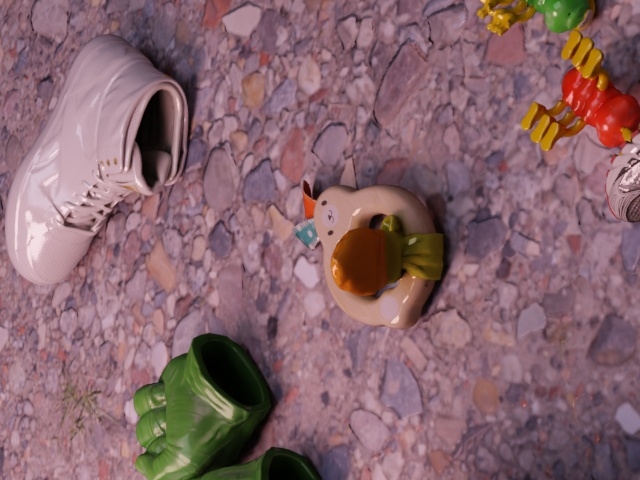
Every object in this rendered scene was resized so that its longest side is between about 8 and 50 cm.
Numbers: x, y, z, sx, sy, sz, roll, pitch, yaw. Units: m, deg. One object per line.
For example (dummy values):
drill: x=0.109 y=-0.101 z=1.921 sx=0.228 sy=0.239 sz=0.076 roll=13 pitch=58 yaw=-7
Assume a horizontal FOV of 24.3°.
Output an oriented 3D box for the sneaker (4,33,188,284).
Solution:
sneaker: x=-0.240 y=-0.062 z=1.597 sx=0.169 sy=0.108 sz=0.292 roll=36 pitch=109 yaw=48

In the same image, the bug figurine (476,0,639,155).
bug figurine: x=0.232 y=-0.209 z=1.125 sx=0.279 sy=0.072 sz=0.216 roll=-62 pitch=39 yaw=28

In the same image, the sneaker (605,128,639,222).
sneaker: x=0.292 y=-0.051 z=1.022 sx=0.225 sy=0.088 sz=0.093 roll=-23 pitch=69 yaw=44

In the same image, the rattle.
rattle: x=0.000 y=0.000 z=1.305 sx=0.199 sy=0.142 sz=0.130 roll=38 pitch=131 yaw=37

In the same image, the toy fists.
toy fists: x=-0.095 y=0.225 z=1.402 sx=0.142 sy=0.096 sz=0.279 roll=-56 pitch=49 yaw=27
